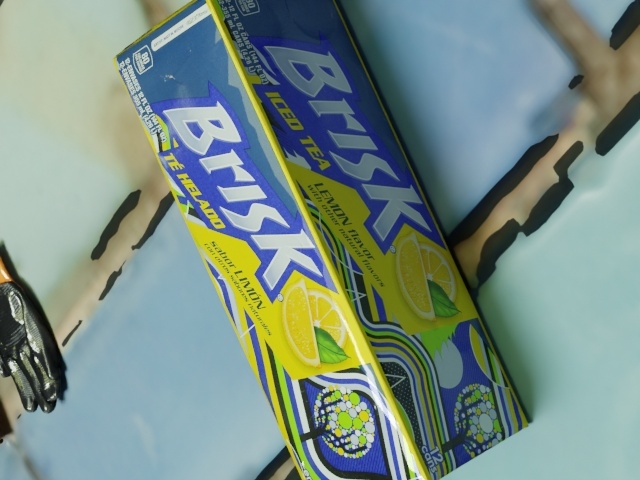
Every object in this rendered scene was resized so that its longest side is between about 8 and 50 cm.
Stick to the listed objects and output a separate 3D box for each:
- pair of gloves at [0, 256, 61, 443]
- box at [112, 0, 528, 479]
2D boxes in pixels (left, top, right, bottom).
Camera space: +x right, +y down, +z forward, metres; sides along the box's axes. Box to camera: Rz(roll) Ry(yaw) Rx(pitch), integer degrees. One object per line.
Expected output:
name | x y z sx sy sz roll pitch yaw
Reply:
pair of gloves | -0.142 0.047 0.803 0.083 0.010 0.074 -32 81 43
box | 0.000 0.000 0.615 0.054 0.059 0.169 -28 86 43
